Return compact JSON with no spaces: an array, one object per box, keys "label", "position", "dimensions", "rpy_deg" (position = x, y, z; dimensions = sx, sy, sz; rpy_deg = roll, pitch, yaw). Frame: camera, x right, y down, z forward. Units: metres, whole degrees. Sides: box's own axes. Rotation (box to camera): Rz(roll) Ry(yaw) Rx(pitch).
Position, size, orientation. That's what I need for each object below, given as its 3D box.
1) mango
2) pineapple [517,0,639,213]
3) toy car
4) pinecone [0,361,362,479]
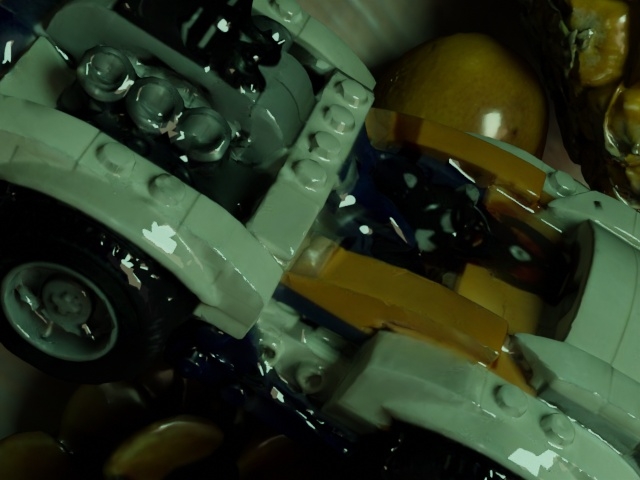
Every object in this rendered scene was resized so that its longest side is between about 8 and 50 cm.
[{"label":"mango","position":[0.048,-0.026,0.638],"dimensions":[0.159,0.084,0.105],"rpy_deg":[-54,150,15]},{"label":"pineapple","position":[0.137,-0.100,0.625],"dimensions":[0.076,0.224,0.224],"rpy_deg":[-19,125,8]},{"label":"toy car","position":[0.000,-0.002,0.485],"dimensions":[0.301,0.118,0.193],"rpy_deg":[35,39,-6]},{"label":"pinecone","position":[-0.032,0.182,0.547],"dimensions":[0.264,0.264,0.264],"rpy_deg":[-16,117,-34]}]
